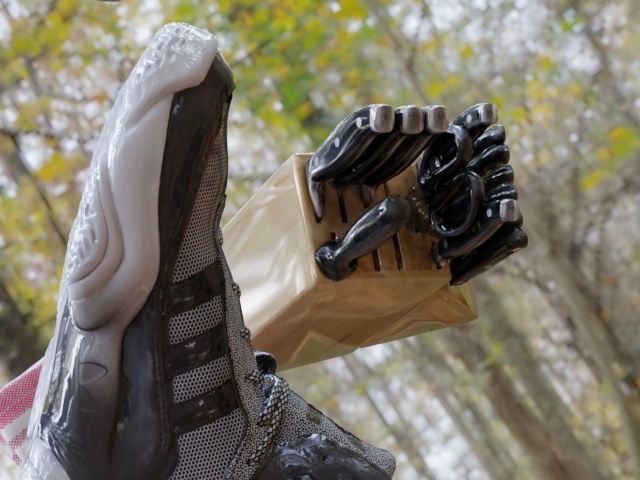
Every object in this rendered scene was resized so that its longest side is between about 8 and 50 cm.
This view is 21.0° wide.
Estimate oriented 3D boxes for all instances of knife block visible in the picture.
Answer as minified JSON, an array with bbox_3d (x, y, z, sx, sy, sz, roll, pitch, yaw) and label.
[{"bbox_3d":[0.000,0.000,1.082,0.275,0.088,0.242,-15,-21,17],"label":"knife block"}]

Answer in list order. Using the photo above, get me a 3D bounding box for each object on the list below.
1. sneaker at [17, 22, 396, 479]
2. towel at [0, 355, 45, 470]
[{"bbox_3d":[-0.038,0.052,0.724,0.153,0.268,0.101,12,2,-9],"label":"sneaker"},{"bbox_3d":[-0.068,0.119,0.930,0.144,0.197,0.029,-40,-10,-33],"label":"towel"}]
